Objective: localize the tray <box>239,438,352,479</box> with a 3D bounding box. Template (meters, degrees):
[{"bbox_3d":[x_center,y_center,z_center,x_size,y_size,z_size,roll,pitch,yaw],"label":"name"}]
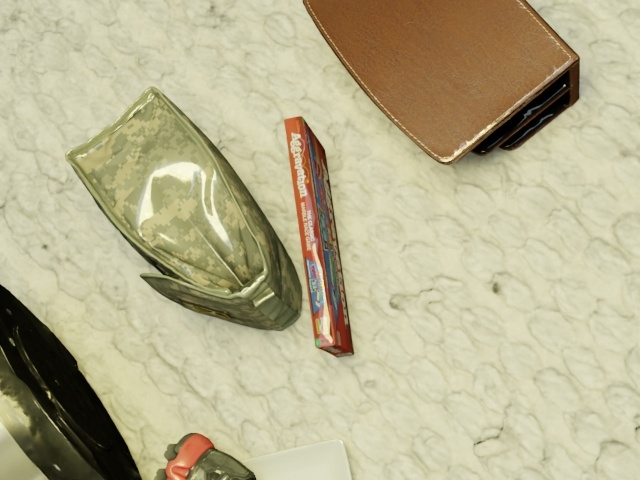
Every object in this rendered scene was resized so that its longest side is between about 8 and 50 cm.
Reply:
[{"bbox_3d":[-0.082,0.348,1.231,0.270,0.030,0.145,-15,75,10],"label":"tray"}]

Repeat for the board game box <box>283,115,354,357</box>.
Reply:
[{"bbox_3d":[0.000,0.000,1.222,0.027,0.145,0.281,-10,77,8],"label":"board game box"}]

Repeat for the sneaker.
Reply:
[{"bbox_3d":[-0.154,0.379,1.174,0.135,0.097,0.276,16,82,18],"label":"sneaker"}]

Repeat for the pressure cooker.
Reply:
[{"bbox_3d":[-0.464,0.291,1.137,0.420,0.370,0.375,-35,34,-7],"label":"pressure cooker"}]

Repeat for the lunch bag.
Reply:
[{"bbox_3d":[-0.147,-0.006,1.209,0.169,0.235,0.287,-40,73,-3],"label":"lunch bag"}]

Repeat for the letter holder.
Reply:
[{"bbox_3d":[0.146,-0.242,1.236,0.214,0.152,0.302,-39,73,5],"label":"letter holder"}]
